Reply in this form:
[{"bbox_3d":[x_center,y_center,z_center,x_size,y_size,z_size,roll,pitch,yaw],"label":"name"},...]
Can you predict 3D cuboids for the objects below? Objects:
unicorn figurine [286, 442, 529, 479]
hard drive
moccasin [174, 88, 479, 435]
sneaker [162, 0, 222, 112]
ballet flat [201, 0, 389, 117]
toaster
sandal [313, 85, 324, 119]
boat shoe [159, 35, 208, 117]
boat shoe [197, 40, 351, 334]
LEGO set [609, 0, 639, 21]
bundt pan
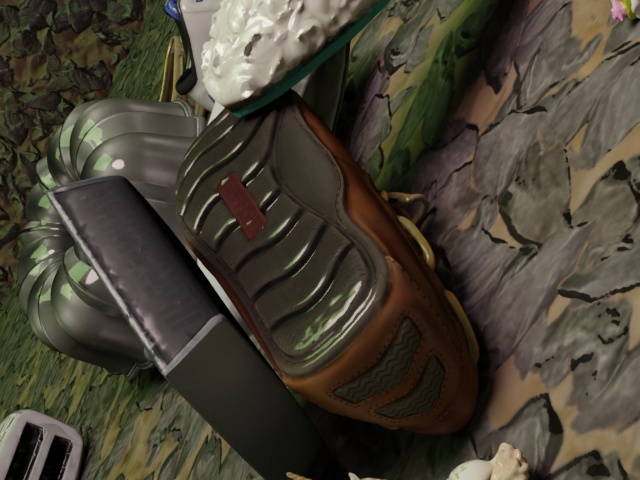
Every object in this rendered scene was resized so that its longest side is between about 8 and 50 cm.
[{"bbox_3d":[0.055,0.157,0.589,0.162,0.060,0.111,-31,34,30],"label":"unicorn figurine"},{"bbox_3d":[-0.077,0.067,0.734,0.054,0.255,0.172,-36,59,-5],"label":"hard drive"},{"bbox_3d":[0.002,-0.002,0.771,0.139,0.147,0.380,-49,33,3],"label":"moccasin"},{"bbox_3d":[-0.075,-0.272,1.272,0.315,0.182,0.127,-60,21,11],"label":"sneaker"},{"bbox_3d":[0.045,-0.264,0.816,0.409,0.147,0.147,-42,16,-10],"label":"ballet flat"},{"bbox_3d":[-0.383,0.310,1.400,0.146,0.129,0.227,-37,30,44],"label":"toaster"},{"bbox_3d":[-0.067,-0.050,1.109,0.303,0.086,0.120,-67,20,-11],"label":"sandal"},{"bbox_3d":[-0.227,-0.181,1.684,0.104,0.089,0.285,-36,33,51],"label":"boat shoe"},{"bbox_3d":[-0.033,-0.077,0.996,0.121,0.119,0.335,57,-145,-60],"label":"boat shoe"},{"bbox_3d":[0.207,-0.237,0.688,0.132,0.107,0.287,-5,47,27],"label":"LEGO set"},{"bbox_3d":[-0.247,-0.013,1.252,0.331,0.124,0.331,-25,59,51],"label":"bundt pan"}]
